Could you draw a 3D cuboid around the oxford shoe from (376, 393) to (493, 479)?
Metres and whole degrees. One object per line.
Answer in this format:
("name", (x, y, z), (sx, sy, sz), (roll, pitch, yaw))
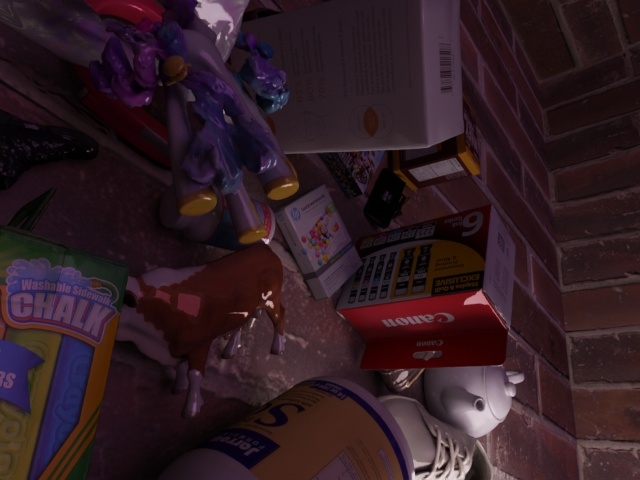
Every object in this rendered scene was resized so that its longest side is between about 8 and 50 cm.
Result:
("oxford shoe", (0.230, 0.439, 0.974), (0.449, 0.130, 0.169), (38, 65, -36))

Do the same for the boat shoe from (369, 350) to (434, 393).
("boat shoe", (0.227, 0.217, 1.072), (0.324, 0.116, 0.097), (-34, 110, -47))

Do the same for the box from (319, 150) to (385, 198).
("box", (0.079, -0.229, 1.086), (0.159, 0.044, 0.233), (54, 42, -25))

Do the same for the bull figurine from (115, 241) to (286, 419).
("bull figurine", (-0.151, 0.100, 0.609), (0.310, 0.101, 0.189), (-20, 113, -52))

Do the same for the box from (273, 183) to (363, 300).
("box", (0.000, 0.000, 0.911), (0.145, 0.038, 0.186), (-37, 104, -49))

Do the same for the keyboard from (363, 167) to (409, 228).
("keyboard", (0.164, -0.095, 1.169), (0.100, 0.038, 0.192), (37, 49, -9))

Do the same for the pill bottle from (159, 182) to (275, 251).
("pill bottle", (-0.151, -0.034, 0.697), (0.160, 0.087, 0.087), (17, 65, -48))

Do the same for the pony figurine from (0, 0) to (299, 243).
("pony figurine", (-0.151, -0.201, 0.544), (0.351, 0.302, 0.364), (44, 23, -77))

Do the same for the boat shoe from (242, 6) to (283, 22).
("boat shoe", (-0.083, -0.415, 0.924), (0.207, 0.073, 0.073), (-33, 101, -52))

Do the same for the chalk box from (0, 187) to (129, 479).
("chalk box", (-0.300, 0.085, 0.400), (0.179, 0.180, 0.289), (25, 58, -45))

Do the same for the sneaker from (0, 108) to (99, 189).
("sneaker", (-0.338, -0.092, 0.516), (0.170, 0.051, 0.089), (14, 68, -44))

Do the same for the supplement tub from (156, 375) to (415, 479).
("supplement tub", (-0.055, 0.335, 0.571), (0.331, 0.240, 0.241), (-13, 89, -53))

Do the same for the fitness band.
("fitness band", (-0.234, -0.229, 0.693), (0.291, 0.054, 0.209), (43, 45, -36))

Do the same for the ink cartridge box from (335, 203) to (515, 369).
("ink cartridge box", (0.199, 0.099, 0.911), (0.130, 0.309, 0.272), (48, 45, -30))

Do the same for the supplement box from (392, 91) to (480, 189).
("supplement box", (0.305, -0.264, 1.248), (0.129, 0.194, 0.192), (28, 57, -52))

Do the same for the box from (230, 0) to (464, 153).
("box", (0.039, -0.263, 0.768), (0.168, 0.345, 0.215), (-29, 118, -52))

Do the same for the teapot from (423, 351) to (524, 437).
("teapot", (0.391, 0.368, 1.164), (0.253, 0.187, 0.256), (53, 42, -27))
